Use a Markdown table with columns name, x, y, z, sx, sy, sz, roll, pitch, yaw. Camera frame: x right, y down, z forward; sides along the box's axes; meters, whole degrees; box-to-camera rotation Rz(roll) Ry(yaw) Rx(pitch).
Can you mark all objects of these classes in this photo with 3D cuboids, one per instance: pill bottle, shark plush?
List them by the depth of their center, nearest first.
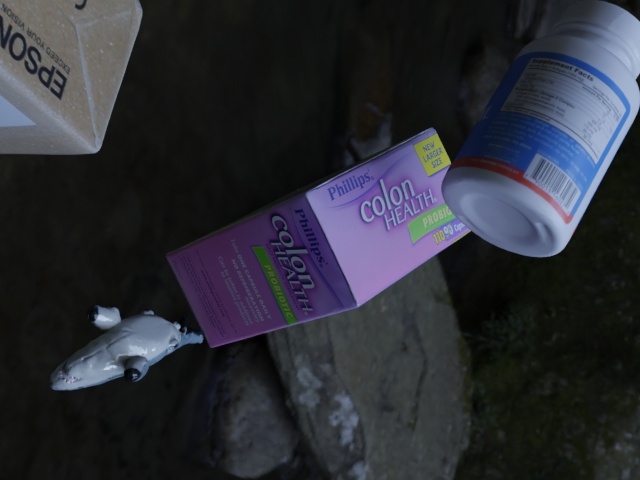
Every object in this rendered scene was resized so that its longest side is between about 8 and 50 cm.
| name | x | y | z | sx | sy | sz | roll | pitch | yaw |
| --- | --- | --- | --- | --- | --- | --- | --- | --- | --- |
| shark plush | -0.165 | 0.090 | 0.801 | 0.067 | 0.073 | 0.161 | -46 | 173 | 27 |
| pill bottle | 0.213 | -0.106 | 0.827 | 0.222 | 0.124 | 0.124 | -57 | 154 | -18 |

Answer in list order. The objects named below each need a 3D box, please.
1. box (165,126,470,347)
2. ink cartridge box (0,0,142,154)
| name | x | y | z | sx | sy | sz | roll | pitch | yaw |
| --- | --- | --- | --- | --- | --- | --- | --- | --- | --- |
| box | 0.000 | 0.000 | 0.962 | 0.213 | 0.243 | 0.117 | -30 | 95 | -44 |
| ink cartridge box | -0.213 | -0.122 | 0.349 | 0.235 | 0.193 | 0.088 | 48 | 47 | -58 |
